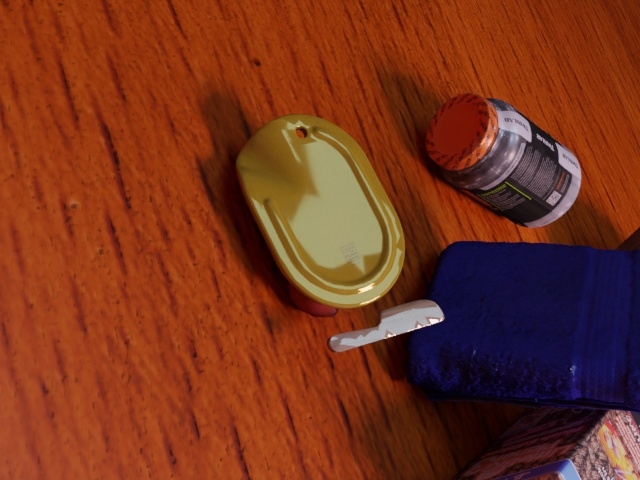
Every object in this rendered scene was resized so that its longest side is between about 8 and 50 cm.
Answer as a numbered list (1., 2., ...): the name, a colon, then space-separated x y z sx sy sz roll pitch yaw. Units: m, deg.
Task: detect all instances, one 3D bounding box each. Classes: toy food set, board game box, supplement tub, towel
1. toy food set: 0.000 0.000 0.735 0.128 0.071 0.217 -21 81 -30
2. board game box: 0.262 0.282 0.789 0.291 0.141 0.232 -17 80 -54
3. supplement tub: 0.222 -0.098 1.021 0.190 0.117 0.117 25 48 -40
4. towel: 0.251 0.085 0.804 0.227 0.308 0.076 -57 145 -53

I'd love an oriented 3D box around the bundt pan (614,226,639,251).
1. bundt pan: 0.517 0.134 1.193 0.331 0.124 0.330 32 35 -26
